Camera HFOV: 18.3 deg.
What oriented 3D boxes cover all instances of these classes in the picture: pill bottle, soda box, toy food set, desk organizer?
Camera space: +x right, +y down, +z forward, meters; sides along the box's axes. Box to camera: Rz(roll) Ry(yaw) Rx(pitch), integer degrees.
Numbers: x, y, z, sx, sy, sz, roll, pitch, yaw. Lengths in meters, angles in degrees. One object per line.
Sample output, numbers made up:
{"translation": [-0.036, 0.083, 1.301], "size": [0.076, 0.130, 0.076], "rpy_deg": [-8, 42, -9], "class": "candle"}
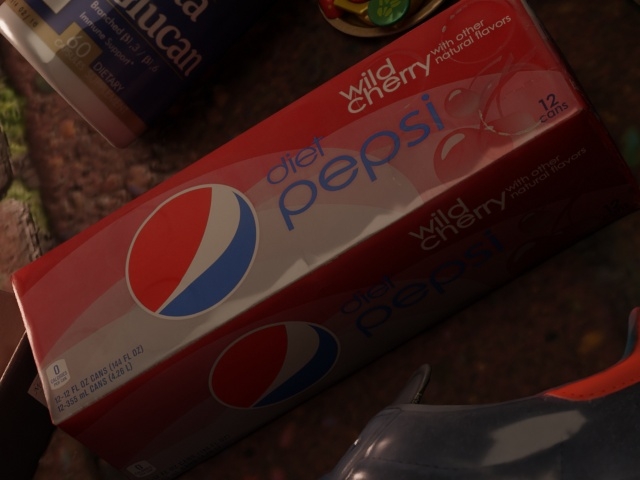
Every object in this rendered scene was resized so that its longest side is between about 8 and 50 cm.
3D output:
{"translation": [-0.071, -0.135, 0.983], "size": [0.169, 0.094, 0.094], "rpy_deg": [-45, 51, -1], "class": "pill bottle"}
{"translation": [0.000, 0.000, 0.872], "size": [0.263, 0.083, 0.092], "rpy_deg": [-32, 52, 10], "class": "soda box"}
{"translation": [0.034, -0.136, 0.973], "size": [0.082, 0.020, 0.083], "rpy_deg": [24, 75, 37], "class": "toy food set"}
{"translation": [-0.162, 0.089, 0.933], "size": [0.050, 0.047, 0.130], "rpy_deg": [12, 69, 36], "class": "desk organizer"}

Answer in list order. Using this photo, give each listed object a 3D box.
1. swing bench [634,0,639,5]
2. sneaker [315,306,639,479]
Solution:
{"translation": [0.122, -0.237, 0.834], "size": [0.165, 0.255, 0.253], "rpy_deg": [-43, 51, 0], "class": "swing bench"}
{"translation": [0.015, 0.140, 0.765], "size": [0.350, 0.131, 0.148], "rpy_deg": [-24, 46, 8], "class": "sneaker"}
